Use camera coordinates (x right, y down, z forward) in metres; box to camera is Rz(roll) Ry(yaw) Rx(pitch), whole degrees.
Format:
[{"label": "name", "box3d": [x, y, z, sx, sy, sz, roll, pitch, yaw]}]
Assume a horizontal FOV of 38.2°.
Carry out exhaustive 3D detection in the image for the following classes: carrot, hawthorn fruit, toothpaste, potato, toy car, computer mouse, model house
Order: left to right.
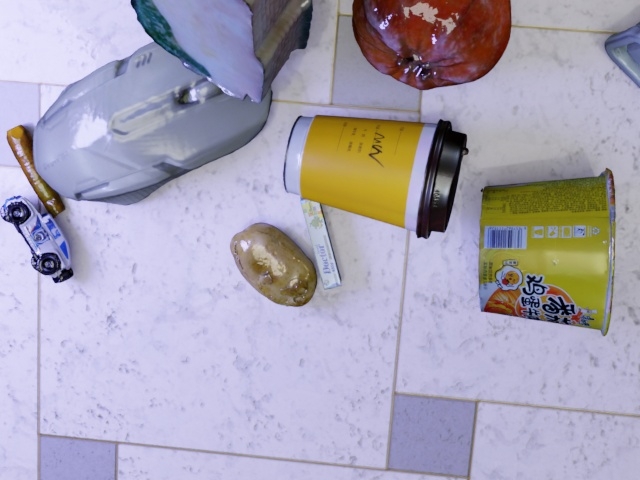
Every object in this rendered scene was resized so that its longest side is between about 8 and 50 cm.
[{"label": "carrot", "box3d": [-0.491, -0.118, 1.602, 0.042, 0.042, 0.170, -24, 102, 9]}, {"label": "toy car", "box3d": [-0.485, -0.004, 1.600, 0.070, 0.080, 0.170, -34, 106, -20]}, {"label": "computer mouse", "box3d": [-0.289, -0.193, 1.514, 0.429, 0.145, 0.228, -23, 97, 8]}, {"label": "model house", "box3d": [-0.104, -0.401, 1.357, 0.243, 0.298, 0.284, 37, 72, 7]}, {"label": "potato", "box3d": [-0.078, 0.044, 1.582, 0.107, 0.080, 0.170, -40, 95, -1]}, {"label": "toothpaste", "box3d": [0.000, 0.000, 1.582, 0.034, 0.046, 0.164, -14, 100, 4]}, {"label": "hawthorn fruit", "box3d": [0.179, -0.372, 1.406, 0.242, 0.242, 0.271, 21, 76, 0]}]

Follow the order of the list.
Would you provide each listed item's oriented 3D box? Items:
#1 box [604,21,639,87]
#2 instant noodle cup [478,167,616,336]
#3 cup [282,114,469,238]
[{"label": "box", "box3d": [0.621, -0.261, 1.417, 0.182, 0.175, 0.312, -45, 95, 4]}, {"label": "instant noodle cup", "box3d": [0.354, 0.020, 1.462, 0.200, 0.264, 0.264, 1, 102, 13]}, {"label": "cup", "box3d": [0.090, -0.114, 1.486, 0.280, 0.196, 0.196, 10, 103, 10]}]
